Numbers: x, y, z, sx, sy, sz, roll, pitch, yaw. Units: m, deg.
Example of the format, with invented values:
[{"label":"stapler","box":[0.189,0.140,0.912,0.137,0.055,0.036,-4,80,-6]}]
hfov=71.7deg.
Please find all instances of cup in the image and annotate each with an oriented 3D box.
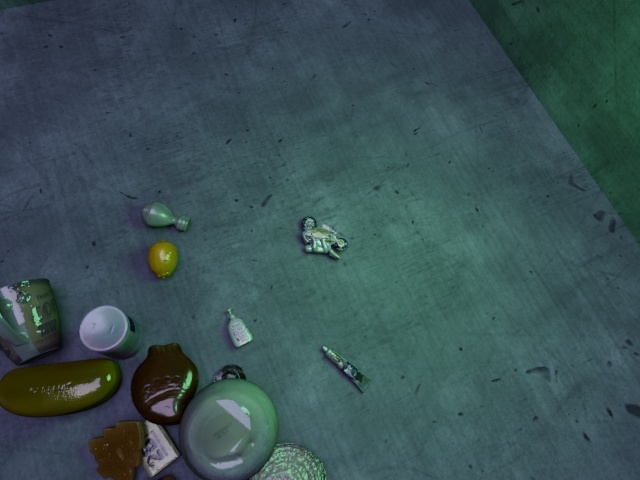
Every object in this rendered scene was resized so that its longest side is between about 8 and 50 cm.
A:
[{"label":"cup","box":[-1.012,0.279,1.501,0.227,0.301,0.257,-27,84,-12]}]

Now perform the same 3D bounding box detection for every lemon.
[{"label":"lemon","box":[-0.616,0.073,1.731,0.114,0.114,0.155,1,80,-8]}]

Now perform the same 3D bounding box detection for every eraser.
[{"label":"eraser","box":[-0.573,0.703,1.521,0.117,0.058,0.172,-34,77,-19]}]

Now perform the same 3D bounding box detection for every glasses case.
[{"label":"glasses case","box":[-0.886,0.505,1.508,0.371,0.141,0.173,-5,70,-10]}]

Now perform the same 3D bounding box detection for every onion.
[{"label":"onion","box":[-0.114,0.837,1.519,0.250,0.111,0.247,22,44,12]}]

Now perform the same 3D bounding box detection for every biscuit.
[{"label":"biscuit","box":[-0.663,0.691,1.478,0.212,0.041,0.239,38,96,15]}]

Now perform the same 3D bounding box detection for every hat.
[{"label":"hat","box":[-0.336,0.512,1.634,0.121,0.050,0.121,2,69,-5]}]

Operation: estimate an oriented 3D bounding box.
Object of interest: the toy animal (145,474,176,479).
[{"label":"toy animal","box":[-0.516,0.868,1.453,0.179,0.089,0.188,6,81,-9]}]

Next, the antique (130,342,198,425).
[{"label":"antique","box":[-0.540,0.505,1.551,0.223,0.129,0.278,-9,60,-17]}]

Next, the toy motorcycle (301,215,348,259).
[{"label":"toy motorcycle","box":[0.000,0.000,1.871,0.228,0.074,0.151,35,71,4]}]

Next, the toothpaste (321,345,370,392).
[{"label":"toothpaste","box":[0.094,0.487,1.715,0.233,0.038,0.060,41,71,5]}]

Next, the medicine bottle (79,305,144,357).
[{"label":"medicine bottle","box":[-0.715,0.326,1.540,0.152,0.254,0.152,3,69,-8]}]

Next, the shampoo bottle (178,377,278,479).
[{"label":"shampoo bottle","box":[-0.297,0.620,1.448,0.322,0.317,0.323,2,77,-9]}]

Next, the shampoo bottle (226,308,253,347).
[{"label":"shampoo bottle","box":[-0.325,0.332,1.708,0.077,0.045,0.152,-27,77,-15]}]

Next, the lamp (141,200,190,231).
[{"label":"lamp","box":[-0.631,-0.091,1.803,0.193,0.106,0.106,20,67,-10]}]
